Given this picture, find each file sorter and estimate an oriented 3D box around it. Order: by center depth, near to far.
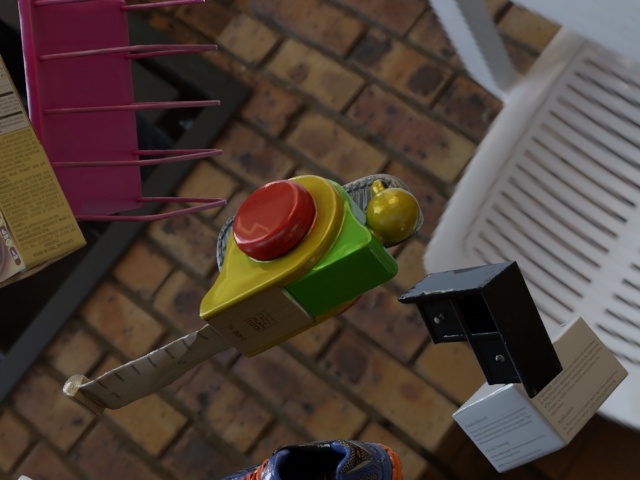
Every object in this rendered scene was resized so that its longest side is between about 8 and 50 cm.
[{"bbox_3d":[-0.242,-0.174,1.414,0.182,0.290,0.202,1,-171,27],"label":"file sorter"}]

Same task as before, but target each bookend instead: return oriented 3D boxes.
[{"bbox_3d":[0.202,0.117,1.392,0.157,0.072,0.156,-11,108,52],"label":"bookend"}]

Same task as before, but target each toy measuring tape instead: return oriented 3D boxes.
[{"bbox_3d":[-0.067,0.034,0.886,0.121,0.330,0.121,51,-158,-30],"label":"toy measuring tape"}]

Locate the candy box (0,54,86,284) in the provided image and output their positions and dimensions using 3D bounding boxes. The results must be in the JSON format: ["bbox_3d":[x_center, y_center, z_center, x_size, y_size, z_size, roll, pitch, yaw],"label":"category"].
[{"bbox_3d":[-0.408,-0.105,1.293,0.183,0.088,0.316,-22,93,53],"label":"candy box"}]

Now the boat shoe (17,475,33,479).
[{"bbox_3d":[-0.447,0.422,1.689,0.080,0.076,0.228,48,158,-16],"label":"boat shoe"}]

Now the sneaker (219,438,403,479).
[{"bbox_3d":[-0.036,0.230,1.033,0.087,0.221,0.083,43,-151,-48],"label":"sneaker"}]

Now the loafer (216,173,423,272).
[{"bbox_3d":[0.000,0.000,1.146,0.251,0.094,0.087,-12,162,32],"label":"loafer"}]

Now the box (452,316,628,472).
[{"bbox_3d":[0.328,0.232,1.639,0.119,0.181,0.182,50,146,3],"label":"box"}]
